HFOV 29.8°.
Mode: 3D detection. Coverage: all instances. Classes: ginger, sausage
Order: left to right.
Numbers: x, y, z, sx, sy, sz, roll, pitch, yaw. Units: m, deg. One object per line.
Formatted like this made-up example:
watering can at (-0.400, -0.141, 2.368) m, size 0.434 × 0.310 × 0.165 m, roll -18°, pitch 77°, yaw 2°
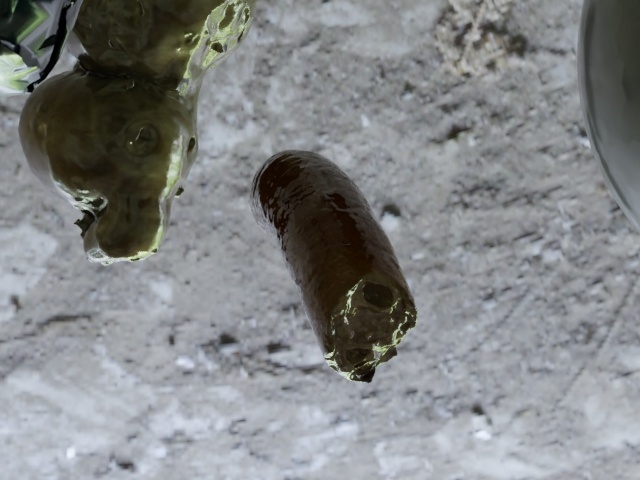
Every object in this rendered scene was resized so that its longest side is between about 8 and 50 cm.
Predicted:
ginger at (-0.183, -0.163, 1.133) m, size 0.256 × 0.375 × 0.176 m, roll 10°, pitch -174°, yaw 30°
sausage at (0.000, -0.005, 0.903) m, size 0.076 × 0.302 × 0.103 m, roll -8°, pitch 116°, yaw -10°

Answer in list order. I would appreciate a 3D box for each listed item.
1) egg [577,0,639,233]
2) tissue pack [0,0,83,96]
egg at (0.172, -0.067, 0.458) m, size 0.146 × 0.199 × 0.146 m, roll -1°, pitch 151°, yaw 0°
tissue pack at (-0.151, -0.282, 0.347) m, size 0.253 × 0.417 × 0.264 m, roll 10°, pitch 164°, yaw 47°
